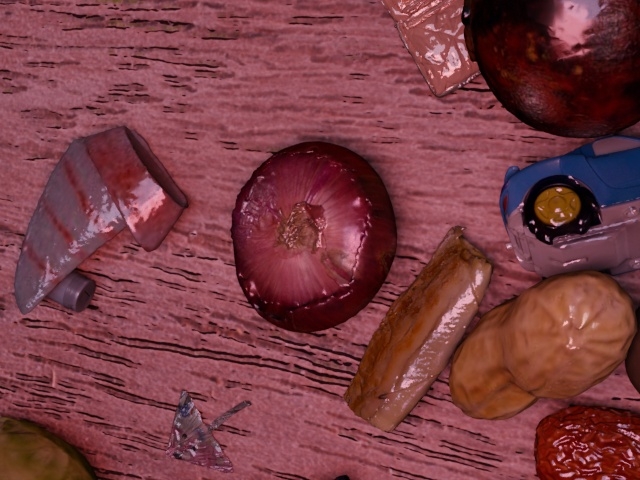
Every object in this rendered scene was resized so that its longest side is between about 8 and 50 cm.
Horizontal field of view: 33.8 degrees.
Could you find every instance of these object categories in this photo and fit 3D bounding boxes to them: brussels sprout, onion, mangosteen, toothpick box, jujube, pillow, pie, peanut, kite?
[{"bbox_3d":[-0.428,0.366,1.466,0.271,0.210,0.219,45,124,20],"label":"brussels sprout"},{"bbox_3d":[-0.008,-0.003,1.363,0.248,0.161,0.248,-2,81,13],"label":"onion"},{"bbox_3d":[0.316,-0.257,1.204,0.311,0.311,0.311,1,93,14],"label":"mangosteen"},{"bbox_3d":[-0.372,0.064,1.513,0.083,0.052,0.052,24,98,14],"label":"toothpick box"},{"bbox_3d":[0.355,0.266,1.312,0.176,0.109,0.112,2,129,6],"label":"jujube"},{"bbox_3d":[0.149,-0.311,1.370,0.126,0.043,0.233,-29,83,9],"label":"pillow"},{"bbox_3d":[0.131,0.115,1.363,0.068,0.128,0.283,23,104,-31],"label":"pie"},{"bbox_3d":[0.256,0.129,1.263,0.146,0.305,0.147,9,68,-23],"label":"peanut"},{"bbox_3d":[-0.160,0.269,1.491,0.156,0.011,0.139,-36,87,14],"label":"kite"}]

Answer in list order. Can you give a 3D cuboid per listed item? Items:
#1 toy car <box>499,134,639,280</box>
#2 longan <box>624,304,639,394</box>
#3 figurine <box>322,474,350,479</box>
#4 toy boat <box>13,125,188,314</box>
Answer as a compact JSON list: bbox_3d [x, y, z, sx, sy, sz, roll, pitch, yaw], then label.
[{"bbox_3d":[0.370,-0.050,1.262,0.314,0.198,0.166,-15,57,13],"label":"toy car"},{"bbox_3d":[0.464,0.126,1.226,0.220,0.196,0.197,-17,88,3],"label":"longan"},{"bbox_3d":[-0.106,0.400,1.414,0.332,0.185,0.204,-31,51,-4],"label":"figurine"},{"bbox_3d":[-0.337,-0.021,1.471,0.282,0.096,0.206,-42,74,9],"label":"toy boat"}]
